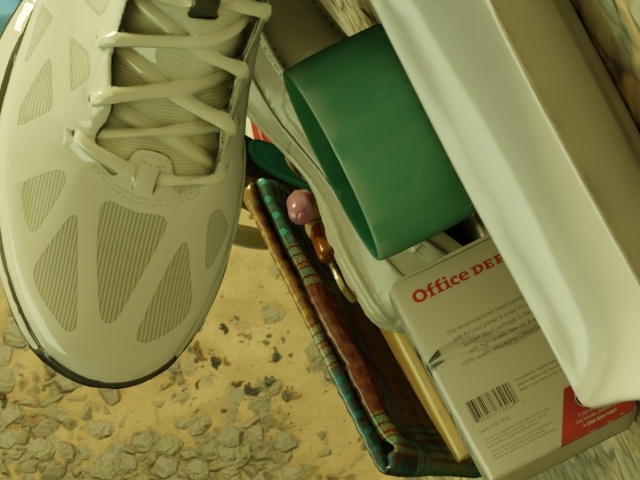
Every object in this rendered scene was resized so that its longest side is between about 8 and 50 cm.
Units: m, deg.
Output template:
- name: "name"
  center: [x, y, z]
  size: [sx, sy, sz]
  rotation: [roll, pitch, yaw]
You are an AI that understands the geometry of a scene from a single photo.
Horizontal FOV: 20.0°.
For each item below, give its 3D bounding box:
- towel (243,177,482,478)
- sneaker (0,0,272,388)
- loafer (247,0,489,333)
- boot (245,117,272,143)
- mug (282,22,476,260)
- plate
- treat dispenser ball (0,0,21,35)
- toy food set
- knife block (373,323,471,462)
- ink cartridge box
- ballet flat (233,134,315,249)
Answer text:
- name: "towel"
  center: [0.061, 0.085, 1.586]
  size: [0.271, 0.040, 0.370]
  rotation: [62, -167, 15]
- name: "sneaker"
  center: [-0.096, -0.128, 1.023]
  size: [0.257, 0.169, 0.447]
  rotation: [-166, 84, -79]
- name: "loafer"
  center: [0.024, -0.089, 1.286]
  size: [0.111, 0.112, 0.319]
  rotation: [-37, 83, 41]
- name: "boot"
  center: [-0.020, -0.094, 1.899]
  size: [0.176, 0.088, 0.244]
  rotation: [-126, 14, -58]
- name: "mug"
  center: [0.047, -0.067, 1.095]
  size: [0.129, 0.097, 0.158]
  rotation: [64, 177, -12]
- name: "plate"
  center: [0.101, -0.053, 0.874]
  size: [0.277, 0.045, 0.278]
  rotation: [64, 176, 5]
- name: "treat dispenser ball"
  center: [-0.196, -0.266, 1.575]
  size: [0.288, 0.288, 0.288]
  rotation: [63, 176, 8]
- name: "toy food set"
  center: [0.000, 0.000, 1.327]
  size: [0.122, 0.019, 0.078]
  rotation: [63, -174, 17]
- name: "knife block"
  center: [0.064, -0.001, 1.369]
  size: [0.242, 0.088, 0.275]
  rotation: [65, 176, -36]
- name: "ink cartridge box"
  center: [0.115, 0.070, 1.098]
  size: [0.135, 0.099, 0.056]
  rotation: [63, 177, 19]
- name: "ballet flat"
  center: [-0.106, -0.068, 1.775]
  size: [0.342, 0.124, 0.116]
  rotation: [28, -156, -22]
